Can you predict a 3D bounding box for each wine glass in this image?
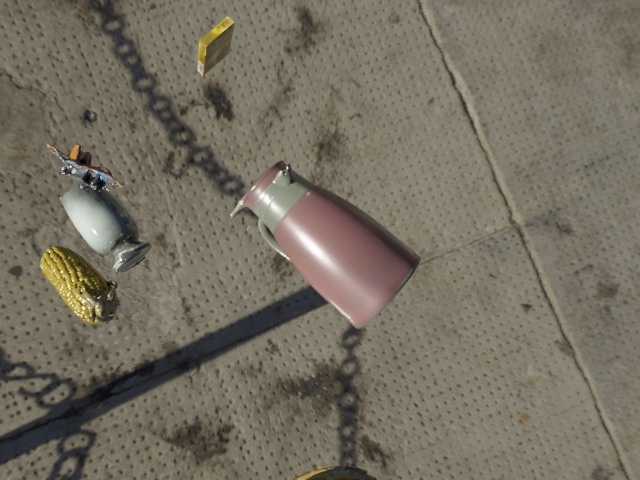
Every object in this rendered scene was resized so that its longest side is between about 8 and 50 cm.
[{"bbox_3d":[-0.465,-0.034,1.190,0.111,0.111,0.204,-38,90,-11],"label":"wine glass"}]

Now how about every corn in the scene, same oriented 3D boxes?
[{"bbox_3d":[-0.553,0.090,1.238,0.293,0.106,0.106,30,77,36],"label":"corn"}]

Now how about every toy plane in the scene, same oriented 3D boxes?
[{"bbox_3d":[-0.409,-0.115,0.967,0.188,0.135,0.062,35,82,36],"label":"toy plane"}]

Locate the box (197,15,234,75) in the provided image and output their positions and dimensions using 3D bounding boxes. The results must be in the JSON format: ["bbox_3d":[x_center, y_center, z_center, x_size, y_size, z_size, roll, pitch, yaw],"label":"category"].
[{"bbox_3d":[-0.228,-0.418,1.187,0.022,0.156,0.089,44,75,-7],"label":"box"}]

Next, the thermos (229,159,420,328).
[{"bbox_3d":[0.000,0.000,0.843,0.265,0.176,0.146,40,52,2],"label":"thermos"}]

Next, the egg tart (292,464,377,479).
[{"bbox_3d":[0.011,0.257,0.473,0.129,0.049,0.128,-2,58,4],"label":"egg tart"}]
